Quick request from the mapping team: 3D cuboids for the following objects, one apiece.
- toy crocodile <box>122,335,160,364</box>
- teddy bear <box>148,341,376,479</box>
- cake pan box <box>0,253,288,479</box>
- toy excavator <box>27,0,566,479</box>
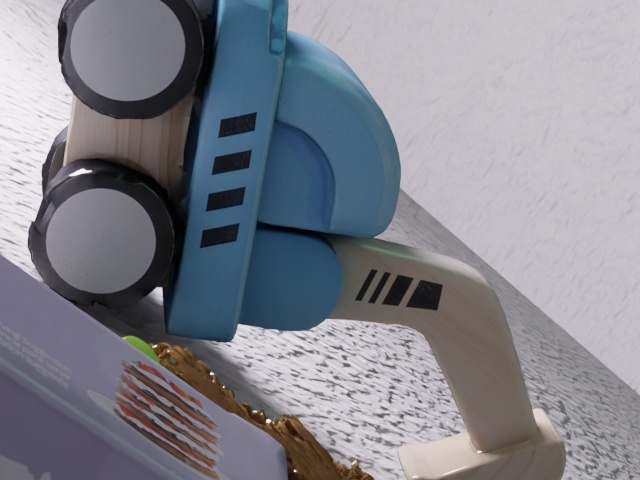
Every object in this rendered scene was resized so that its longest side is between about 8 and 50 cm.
[{"bbox_3d":[-0.064,0.165,0.788,0.105,0.115,0.340,31,19,-32],"label":"toy crocodile"},{"bbox_3d":[-0.033,0.170,1.053,0.245,0.113,0.338,51,7,21],"label":"teddy bear"},{"bbox_3d":[-0.180,0.076,0.415,0.267,0.245,0.070,37,8,-12],"label":"cake pan box"},{"bbox_3d":[0.000,0.000,1.475,0.445,0.432,0.222,8,14,-7],"label":"toy excavator"}]
